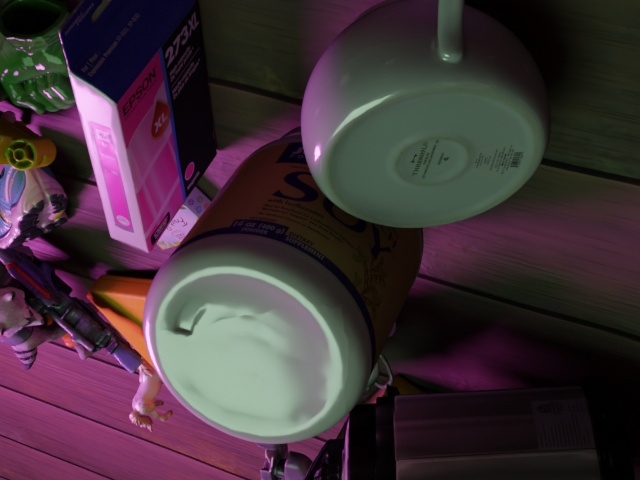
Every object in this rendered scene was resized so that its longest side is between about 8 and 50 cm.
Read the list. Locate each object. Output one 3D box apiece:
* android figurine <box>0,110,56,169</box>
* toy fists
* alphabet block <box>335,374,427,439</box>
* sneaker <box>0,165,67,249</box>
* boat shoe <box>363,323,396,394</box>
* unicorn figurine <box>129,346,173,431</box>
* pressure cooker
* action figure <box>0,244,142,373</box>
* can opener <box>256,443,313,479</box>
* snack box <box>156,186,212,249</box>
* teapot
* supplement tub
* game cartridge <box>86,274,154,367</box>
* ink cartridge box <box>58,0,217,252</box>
[{"bbox_3d":[-0.466,-0.161,1.790,0.248,0.056,0.273,30,-173,5],"label":"android figurine"},{"bbox_3d":[-0.393,-0.230,1.704,0.279,0.096,0.142,11,147,30],"label":"toy fists"},{"bbox_3d":[0.112,0.347,2.008,0.192,0.193,0.197,32,150,-4],"label":"alphabet block"},{"bbox_3d":[-0.437,-0.063,2.019,0.110,0.107,0.275,62,155,6],"label":"sneaker"},{"bbox_3d":[0.033,0.153,1.843,0.367,0.157,0.135,120,128,-86],"label":"boat shoe"},{"bbox_3d":[-0.288,0.241,2.318,0.060,0.161,0.111,-4,162,39],"label":"unicorn figurine"},{"bbox_3d":[0.171,0.363,1.696,0.421,0.375,0.370,-4,173,3],"label":"pressure cooker"},{"bbox_3d":[-0.446,0.144,2.187,0.341,0.178,0.330,40,176,12],"label":"action figure"},{"bbox_3d":[-0.049,0.280,2.037,0.095,0.076,0.283,12,139,12],"label":"can opener"},{"bbox_3d":[-0.208,-0.041,1.874,0.100,0.037,0.141,43,148,-22],"label":"snack box"},{"bbox_3d":[0.094,-0.149,1.304,0.256,0.187,0.252,-28,140,28],"label":"teapot"},{"bbox_3d":[-0.024,0.032,1.465,0.241,0.331,0.241,9,123,14],"label":"supplement tub"},{"bbox_3d":[-0.199,0.176,2.158,0.285,0.052,0.323,3,139,50],"label":"game cartridge"},{"bbox_3d":[-0.198,-0.160,1.546,0.069,0.175,0.371,21,149,17],"label":"ink cartridge box"}]
